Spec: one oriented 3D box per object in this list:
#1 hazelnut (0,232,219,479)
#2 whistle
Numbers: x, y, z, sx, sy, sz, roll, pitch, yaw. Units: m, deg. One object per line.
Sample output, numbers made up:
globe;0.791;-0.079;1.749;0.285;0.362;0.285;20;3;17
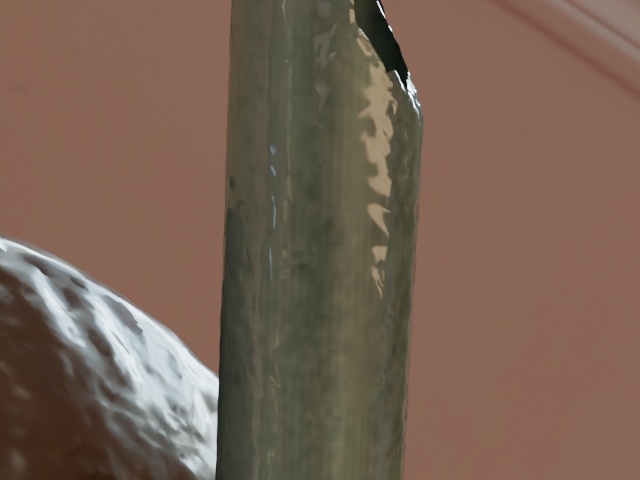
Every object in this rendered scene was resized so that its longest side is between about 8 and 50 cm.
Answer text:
hazelnut;-0.214;0.160;0.658;0.421;0.420;0.353;-24;-70;-48
whistle;0.000;0.000;0.485;0.062;0.062;0.312;-14;-70;-56
